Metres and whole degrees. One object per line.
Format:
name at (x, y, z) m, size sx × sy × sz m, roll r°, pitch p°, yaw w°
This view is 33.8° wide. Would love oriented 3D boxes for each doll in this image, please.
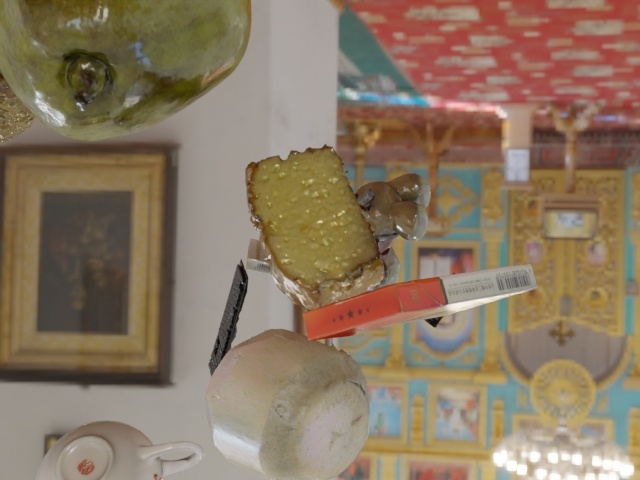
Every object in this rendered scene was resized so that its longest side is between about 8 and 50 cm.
doll at (0.086, 0.012, 2.034) m, size 0.174 × 0.330 × 0.235 m, roll 16°, pitch -141°, yaw -10°

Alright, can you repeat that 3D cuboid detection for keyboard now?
keyboard at (-0.144, 0.128, 1.627) m, size 0.015 × 0.196 × 0.074 m, roll 8°, pitch -155°, yaw -23°

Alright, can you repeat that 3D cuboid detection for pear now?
pear at (-0.224, -0.243, 1.141) m, size 0.287 × 0.287 × 0.375 m, roll 1°, pitch -142°, yaw 1°

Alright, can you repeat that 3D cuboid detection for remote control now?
remote control at (0.192, 0.091, 1.634) m, size 0.034 × 0.091 × 0.016 m, roll 39°, pitch -161°, yaw 13°

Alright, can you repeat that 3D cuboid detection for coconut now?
coconut at (-0.055, 0.227, 1.467) m, size 0.224 × 0.224 × 0.234 m, roll 2°, pitch -160°, yaw -41°

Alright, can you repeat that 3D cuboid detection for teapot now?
teapot at (-0.269, 0.301, 1.339) m, size 0.246 × 0.116 × 0.159 m, roll -11°, pitch -140°, yaw -3°

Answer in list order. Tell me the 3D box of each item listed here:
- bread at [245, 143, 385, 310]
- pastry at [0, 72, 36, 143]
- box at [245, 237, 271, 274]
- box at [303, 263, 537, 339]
bread at (0.000, 0.000, 1.294) m, size 0.143 × 0.229 × 0.139 m, roll -21°, pitch 138°, yaw 1°
pastry at (-0.552, -0.228, 1.666) m, size 0.235 × 0.132 × 0.240 m, roll -11°, pitch 171°, yaw 11°
box at (-0.037, 0.041, 1.713) m, size 0.167 × 0.024 × 0.090 m, roll 13°, pitch -159°, yaw -7°
box at (0.112, 0.065, 1.139) m, size 0.139 × 0.035 × 0.245 m, roll -21°, pitch 170°, yaw 41°
